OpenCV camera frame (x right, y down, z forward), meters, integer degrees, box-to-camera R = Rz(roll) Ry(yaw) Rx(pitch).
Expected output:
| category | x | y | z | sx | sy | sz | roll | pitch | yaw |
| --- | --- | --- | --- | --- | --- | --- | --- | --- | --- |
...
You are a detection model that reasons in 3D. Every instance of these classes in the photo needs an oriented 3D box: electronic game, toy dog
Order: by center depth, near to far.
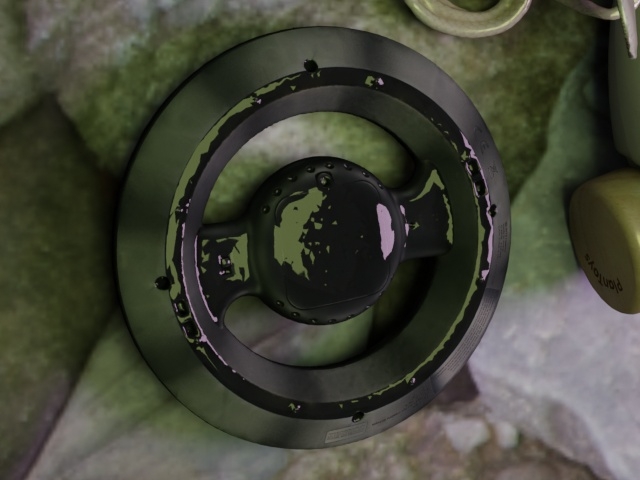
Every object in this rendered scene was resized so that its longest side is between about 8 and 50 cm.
| category | x | y | z | sx | sy | sz | roll | pitch | yaw |
| --- | --- | --- | --- | --- | --- | --- | --- | --- | --- |
| electronic game | 0.000 | 0.000 | 0.842 | 0.229 | 0.048 | 0.229 | -3 | 98 | -22 |
| toy dog | 0.212 | -0.103 | 0.853 | 0.220 | 0.161 | 0.334 | -40 | 111 | -13 |
